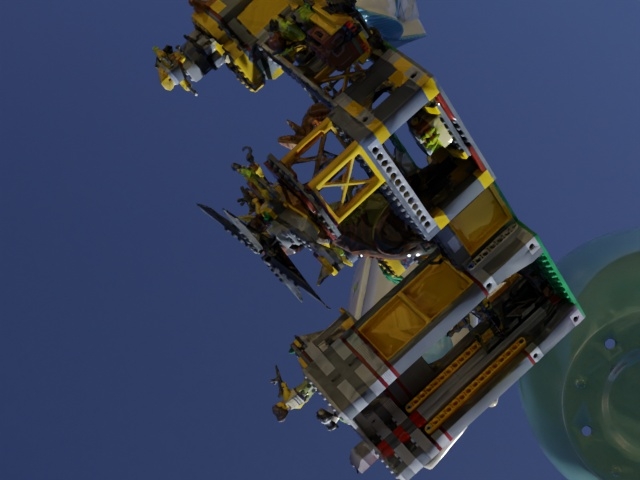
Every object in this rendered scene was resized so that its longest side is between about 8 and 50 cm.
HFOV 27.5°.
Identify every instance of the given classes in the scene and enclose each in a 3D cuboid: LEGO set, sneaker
[{"bbox_3d":[0.000,0.000,0.831,0.192,0.331,0.255,-42,-128,-4],"label":"LEGO set"},{"bbox_3d":[0.031,-0.213,1.180,0.092,0.087,0.229,67,-165,-2],"label":"sneaker"}]

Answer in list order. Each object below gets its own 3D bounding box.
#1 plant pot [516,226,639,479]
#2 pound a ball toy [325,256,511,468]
[{"bbox_3d":[0.334,0.139,1.299,0.293,0.293,0.235,24,-171,8],"label":"plant pot"},{"bbox_3d":[0.141,0.092,1.412,0.208,0.135,0.319,24,-143,-7],"label":"pound a ball toy"}]
